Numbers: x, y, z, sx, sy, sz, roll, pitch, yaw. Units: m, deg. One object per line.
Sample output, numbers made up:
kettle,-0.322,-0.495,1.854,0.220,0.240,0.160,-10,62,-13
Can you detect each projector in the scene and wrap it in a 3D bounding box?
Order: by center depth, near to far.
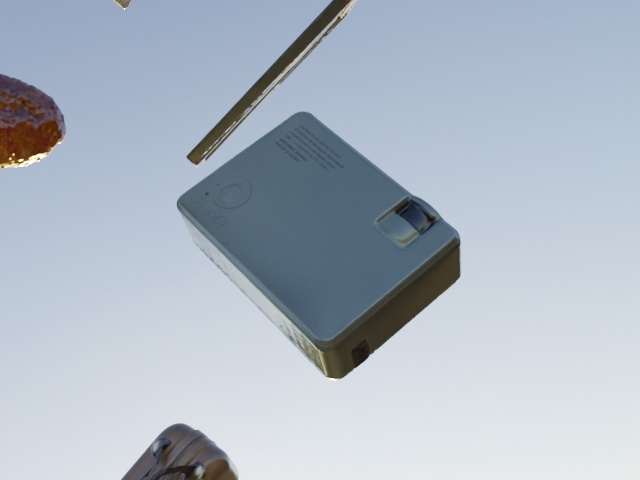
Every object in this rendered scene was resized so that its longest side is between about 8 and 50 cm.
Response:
projector,0.000,0.000,0.928,0.192,0.257,0.099,-39,-31,-16

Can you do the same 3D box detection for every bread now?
bread,-0.444,-0.168,1.069,0.269,0.139,0.095,23,-48,-26

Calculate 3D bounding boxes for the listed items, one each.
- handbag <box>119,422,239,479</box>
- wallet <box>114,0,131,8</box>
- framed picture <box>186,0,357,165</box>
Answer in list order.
handbag,-0.292,0.477,1.600,0.302,0.149,0.283,-48,-21,-25
wallet,-0.304,-0.375,1.263,0.011,0.044,0.083,7,-20,49
framed picture,-0.063,-0.226,1.215,0.335,0.022,0.247,-47,7,-3
